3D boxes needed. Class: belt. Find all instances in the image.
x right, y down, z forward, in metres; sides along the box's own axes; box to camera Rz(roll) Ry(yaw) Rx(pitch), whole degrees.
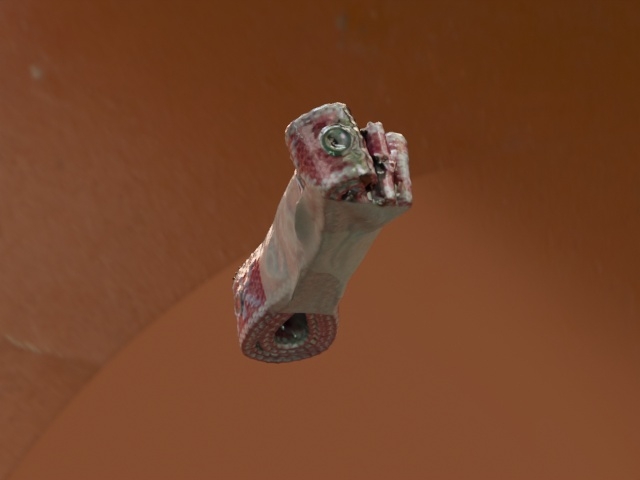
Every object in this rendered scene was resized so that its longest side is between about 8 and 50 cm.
[{"bbox_3d":[0.000,0.000,1.076,0.071,0.232,0.053,-1,64,-13],"label":"belt"}]
